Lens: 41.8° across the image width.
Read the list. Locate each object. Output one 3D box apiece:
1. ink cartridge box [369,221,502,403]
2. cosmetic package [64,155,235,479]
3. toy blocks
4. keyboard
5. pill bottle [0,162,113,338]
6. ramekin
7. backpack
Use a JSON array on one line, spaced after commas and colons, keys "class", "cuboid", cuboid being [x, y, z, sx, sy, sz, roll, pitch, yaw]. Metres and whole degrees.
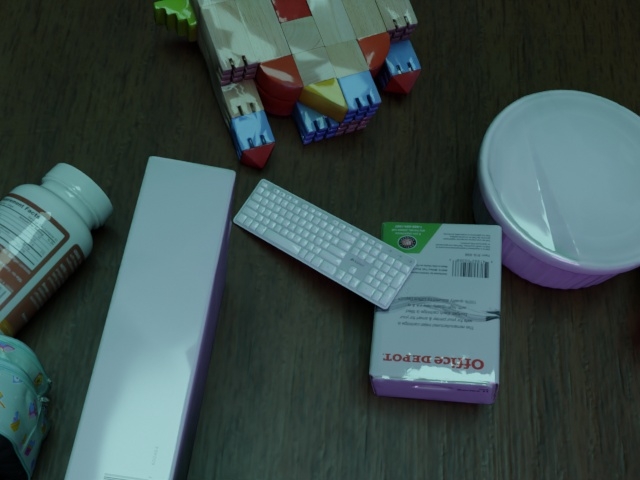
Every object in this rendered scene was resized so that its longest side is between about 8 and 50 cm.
[{"class": "ink cartridge box", "cuboid": [0.144, 0.088, 1.034, 0.153, 0.087, 0.208, 3, 63, 10]}, {"class": "cosmetic package", "cuboid": [-0.168, 0.148, 0.868, 0.097, 0.284, 0.377, 9, 63, -2]}, {"class": "toy blocks", "cuboid": [-0.008, -0.260, 1.171, 0.381, 0.191, 0.261, -18, 79, -15]}, {"class": "keyboard", "cuboid": [0.000, 0.000, 1.060, 0.256, 0.014, 0.072, 29, 74, 30]}, {"class": "pill bottle", "cuboid": [-0.353, 0.012, 1.000, 0.121, 0.121, 0.216, 34, 64, 9]}, {"class": "ramekin", "cuboid": [0.329, -0.059, 1.127, 0.272, 0.127, 0.273, 3, 64, -7]}, {"class": "backpack", "cuboid": [-0.373, 0.171, 0.881, 0.165, 0.188, 0.144, 13, 63, -1]}]
